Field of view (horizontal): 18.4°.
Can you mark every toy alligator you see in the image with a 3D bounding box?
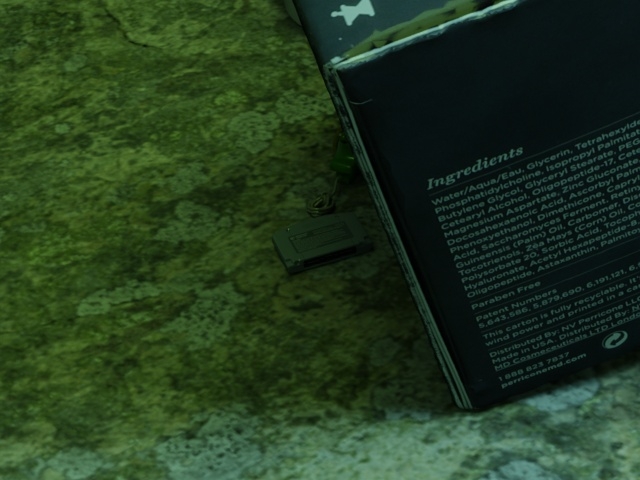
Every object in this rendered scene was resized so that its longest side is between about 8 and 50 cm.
[{"bbox_3d":[0.038,-0.096,1.912,0.056,0.051,0.190,16,43,25],"label":"toy alligator"}]

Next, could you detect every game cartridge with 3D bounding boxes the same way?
[{"bbox_3d":[0.000,0.000,1.828,0.083,0.017,0.056,-16,43,-12],"label":"game cartridge"}]

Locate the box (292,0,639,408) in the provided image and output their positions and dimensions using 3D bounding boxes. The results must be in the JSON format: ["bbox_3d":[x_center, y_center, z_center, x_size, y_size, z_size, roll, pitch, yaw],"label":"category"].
[{"bbox_3d":[0.124,-0.206,1.595,0.297,0.472,0.480,-23,53,4],"label":"box"}]

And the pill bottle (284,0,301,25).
[{"bbox_3d":[0.016,-0.392,2.059,0.188,0.334,0.188,-4,38,3],"label":"pill bottle"}]
